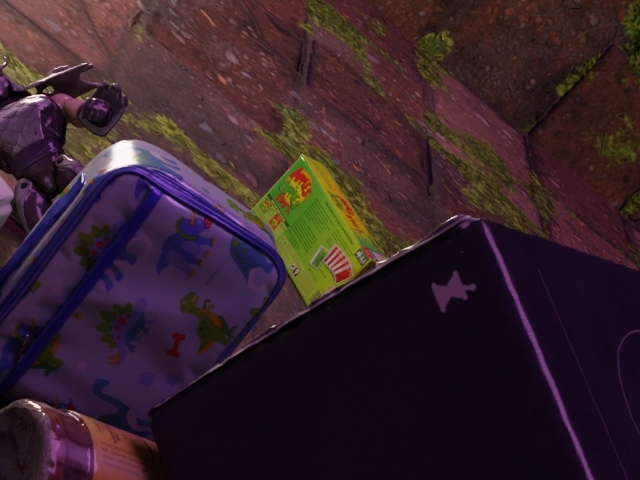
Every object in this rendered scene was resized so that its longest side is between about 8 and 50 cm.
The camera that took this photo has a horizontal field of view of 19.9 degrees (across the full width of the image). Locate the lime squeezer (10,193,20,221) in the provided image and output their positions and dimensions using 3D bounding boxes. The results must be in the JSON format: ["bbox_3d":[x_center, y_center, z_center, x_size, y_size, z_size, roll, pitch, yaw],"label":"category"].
[{"bbox_3d":[-0.295,-0.107,1.628,0.059,0.110,0.310,155,-80,-76],"label":"lime squeezer"}]

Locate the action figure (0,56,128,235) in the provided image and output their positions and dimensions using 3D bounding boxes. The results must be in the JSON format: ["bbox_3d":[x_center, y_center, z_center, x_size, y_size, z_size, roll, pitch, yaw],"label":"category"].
[{"bbox_3d":[-0.227,-0.049,1.525,0.285,0.185,0.099,59,6,26],"label":"action figure"}]

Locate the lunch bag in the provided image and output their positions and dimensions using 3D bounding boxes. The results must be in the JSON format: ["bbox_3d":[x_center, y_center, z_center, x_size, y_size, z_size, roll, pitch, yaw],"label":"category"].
[{"bbox_3d":[-0.150,0.045,1.372,0.176,0.219,0.090,36,13,-20],"label":"lunch bag"}]

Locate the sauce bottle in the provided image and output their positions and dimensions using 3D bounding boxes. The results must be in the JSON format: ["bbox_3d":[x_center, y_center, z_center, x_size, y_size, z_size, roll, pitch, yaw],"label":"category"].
[{"bbox_3d":[-0.092,0.212,1.291,0.344,0.111,0.111,29,22,-39],"label":"sauce bottle"}]

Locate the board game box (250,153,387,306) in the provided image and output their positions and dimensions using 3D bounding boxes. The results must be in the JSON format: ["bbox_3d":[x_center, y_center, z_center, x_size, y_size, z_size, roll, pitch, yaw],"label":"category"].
[{"bbox_3d":[0.000,0.000,1.994,0.043,0.092,0.181,25,25,-45],"label":"board game box"}]

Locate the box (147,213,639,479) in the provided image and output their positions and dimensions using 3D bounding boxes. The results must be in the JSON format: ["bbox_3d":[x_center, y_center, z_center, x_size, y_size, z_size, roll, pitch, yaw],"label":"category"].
[{"bbox_3d":[0.193,0.284,1.247,0.472,0.297,0.480,18,46,-55],"label":"box"}]

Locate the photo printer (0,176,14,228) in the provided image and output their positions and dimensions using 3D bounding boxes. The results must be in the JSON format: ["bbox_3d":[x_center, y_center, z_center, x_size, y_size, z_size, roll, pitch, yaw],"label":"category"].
[{"bbox_3d":[-0.398,-0.088,1.337,0.307,0.107,0.256,44,18,5],"label":"photo printer"}]
